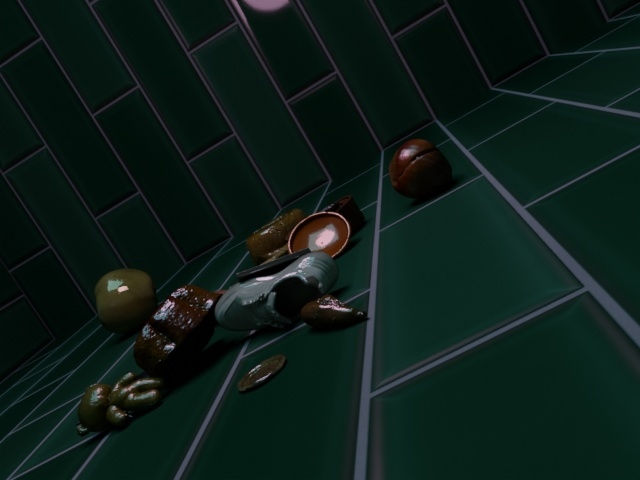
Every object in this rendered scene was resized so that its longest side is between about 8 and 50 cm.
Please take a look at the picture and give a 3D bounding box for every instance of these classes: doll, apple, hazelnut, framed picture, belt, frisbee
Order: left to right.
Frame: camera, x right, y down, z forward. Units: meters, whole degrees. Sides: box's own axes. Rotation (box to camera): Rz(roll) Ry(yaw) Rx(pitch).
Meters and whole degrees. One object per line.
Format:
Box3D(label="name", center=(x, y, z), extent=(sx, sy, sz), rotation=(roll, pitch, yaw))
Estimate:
Box3D(label="doll", center=(-0.442, 0.368, 1.558), extent=(0.209, 0.097, 0.137), rotation=(-13, 45, 12))
Box3D(label="apple", center=(-0.765, 0.240, 2.746), extent=(0.262, 0.262, 0.262), rotation=(-30, 9, 5))
Box3D(label="framed picture", center=(-0.109, 0.089, 1.723), extent=(0.188, 0.023, 0.260), rotation=(-20, -14, -6))
Box3D(label="frisbee", center=(0.000, 0.000, 1.965), extent=(0.191, 0.035, 0.192), rotation=(-12, 48, 14))
Box3D(label="belt", center=(0.013, -0.033, 2.125), extent=(0.261, 0.105, 0.184), rotation=(-41, 15, -33))
Box3D(label="hazelnut", center=(0.282, -0.196, 1.981), extent=(0.182, 0.182, 0.182), rotation=(-30, 9, 5))

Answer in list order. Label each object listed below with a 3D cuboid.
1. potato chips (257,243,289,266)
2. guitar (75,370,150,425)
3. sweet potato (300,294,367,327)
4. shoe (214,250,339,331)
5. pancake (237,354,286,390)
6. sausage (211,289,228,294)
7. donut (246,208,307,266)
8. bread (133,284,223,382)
Box3D(label="potato chips", center=(-0.070, 0.012, 2.281), extent=(0.080, 0.057, 0.407), rotation=(-15, 17, 42))
Box3D(label="guitar", center=(-0.513, 0.396, 1.752), extent=(0.233, 0.025, 0.088), rotation=(-32, 10, -8))
Box3D(label="sweet potato", center=(0.018, 0.137, 1.340), extent=(0.205, 0.060, 0.068), rotation=(0, 69, 54))
Box3D(label="shoe", center=(-0.105, 0.141, 1.542), extent=(0.316, 0.124, 0.159), rotation=(-29, 17, 14))
Box3D(label="pancake", center=(-0.111, 0.248, 1.301), extent=(0.114, 0.011, 0.115), rotation=(-31, 7, 4))
Box3D(label="sausage", center=(-0.315, 0.194, 2.020), extent=(0.086, 0.086, 0.289), rotation=(-36, 12, -31))
Box3D(label="donut", center=(-0.146, -0.007, 2.415), extent=(0.208, 0.128, 0.261), rotation=(-24, 10, 41))
Box3D(label="bread", center=(-0.340, 0.230, 1.663), extent=(0.247, 0.135, 0.232), rotation=(-54, -9, -40))
